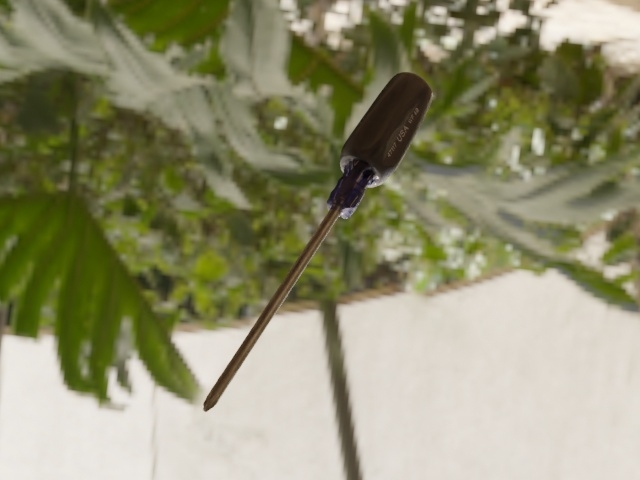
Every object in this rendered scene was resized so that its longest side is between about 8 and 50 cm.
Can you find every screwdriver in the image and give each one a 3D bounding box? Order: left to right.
[{"bbox_3d":[0.000,0.000,0.570,0.024,0.170,0.025,19,150,21],"label":"screwdriver"}]
